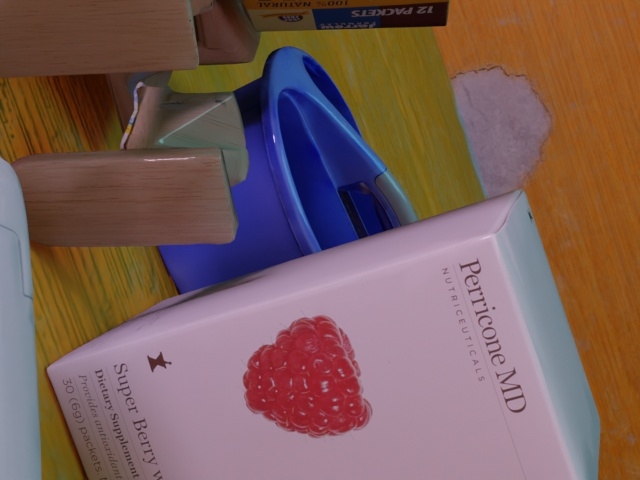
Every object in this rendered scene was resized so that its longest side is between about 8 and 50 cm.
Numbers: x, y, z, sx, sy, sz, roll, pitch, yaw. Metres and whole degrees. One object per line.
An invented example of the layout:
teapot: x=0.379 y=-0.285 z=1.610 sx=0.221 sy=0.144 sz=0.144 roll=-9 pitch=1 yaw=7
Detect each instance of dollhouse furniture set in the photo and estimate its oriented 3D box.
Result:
dollhouse furniture set: x=-0.183 y=-0.250 z=0.614 sx=0.362 sy=0.256 sz=0.394 roll=-85 pitch=172 yaw=-46

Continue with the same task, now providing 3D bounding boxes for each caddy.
caddy: x=0.000 y=0.000 z=0.847 sx=0.341 sy=0.179 sz=0.241 roll=64 pitch=22 yaw=-23

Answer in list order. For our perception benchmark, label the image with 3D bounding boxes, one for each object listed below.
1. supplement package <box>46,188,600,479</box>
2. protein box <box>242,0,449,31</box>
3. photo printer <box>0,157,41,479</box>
supplement package: x=0.012 y=0.100 z=0.621 sx=0.177 sy=0.293 sz=0.175 roll=70 pitch=19 yaw=-4
protein box: x=0.011 y=-0.257 z=0.578 sx=0.200 sy=0.136 sz=0.201 roll=60 pitch=29 yaw=-80
photo printer: x=-0.226 y=0.041 z=0.302 sx=0.307 sy=0.107 sz=0.256 roll=32 pitch=44 yaw=-61
